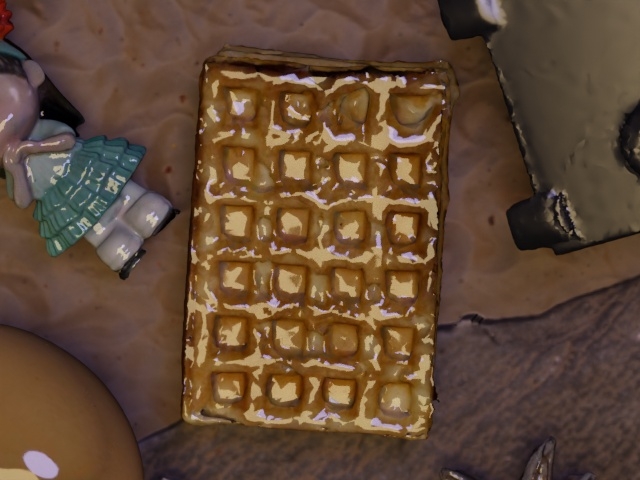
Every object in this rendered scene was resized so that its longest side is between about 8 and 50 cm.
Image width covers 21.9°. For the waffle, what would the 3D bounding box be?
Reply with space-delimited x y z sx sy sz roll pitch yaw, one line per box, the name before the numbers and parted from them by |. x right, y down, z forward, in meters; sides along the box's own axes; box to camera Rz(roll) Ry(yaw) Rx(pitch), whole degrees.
waffle | 0.000 0.000 1.350 0.213 0.091 0.308 3 100 1

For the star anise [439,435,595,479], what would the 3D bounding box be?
star anise | 0.171 0.256 1.395 0.195 0.065 0.182 44 102 -8

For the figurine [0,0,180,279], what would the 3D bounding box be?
figurine | -0.226 -0.080 1.343 0.245 0.110 0.138 40 88 -6

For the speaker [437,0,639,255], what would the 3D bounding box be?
speaker | 0.247 -0.138 1.246 0.254 0.184 0.232 -16 97 18

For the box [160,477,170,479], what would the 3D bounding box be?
box | -0.140 0.307 1.414 0.109 0.029 0.198 29 100 -22

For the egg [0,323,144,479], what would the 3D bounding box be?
egg | -0.250 0.176 1.321 0.244 0.201 0.201 22 100 29
